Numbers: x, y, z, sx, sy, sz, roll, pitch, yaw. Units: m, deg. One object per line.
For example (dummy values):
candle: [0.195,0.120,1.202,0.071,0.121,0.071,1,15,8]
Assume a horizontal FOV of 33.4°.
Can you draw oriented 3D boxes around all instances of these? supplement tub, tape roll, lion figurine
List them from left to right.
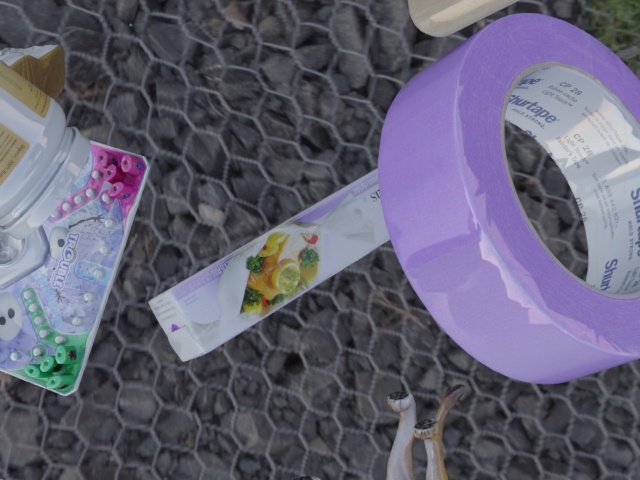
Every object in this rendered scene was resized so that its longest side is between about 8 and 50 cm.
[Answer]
supplement tub: [-0.334,-0.105,1.005,0.199,0.144,0.144,38,93,-26]
lion figurine: [0.077,0.344,1.217,0.392,0.142,0.240,-27,109,-42]
tape roll: [0.177,-0.033,0.824,0.274,0.090,0.275,17,61,-33]

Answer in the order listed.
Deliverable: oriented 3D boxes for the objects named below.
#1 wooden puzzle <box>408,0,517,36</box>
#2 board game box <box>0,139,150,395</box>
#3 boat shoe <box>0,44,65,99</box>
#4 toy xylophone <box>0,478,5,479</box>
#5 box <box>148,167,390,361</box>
wooden puzzle: [0.224,-0.416,1.106,0.080,0.322,0.348,12,69,-39]
board game box: [-0.503,0.001,1.693,0.390,0.050,0.390,17,88,18]
boat shoe: [-0.435,-0.218,1.491,0.096,0.277,0.098,3,107,1]
toy xylophone: [-0.382,0.440,1.266,0.081,0.236,0.323,-7,130,-46]
box: [0.000,0.000,0.958,0.324,0.067,0.063,-31,94,-28]
